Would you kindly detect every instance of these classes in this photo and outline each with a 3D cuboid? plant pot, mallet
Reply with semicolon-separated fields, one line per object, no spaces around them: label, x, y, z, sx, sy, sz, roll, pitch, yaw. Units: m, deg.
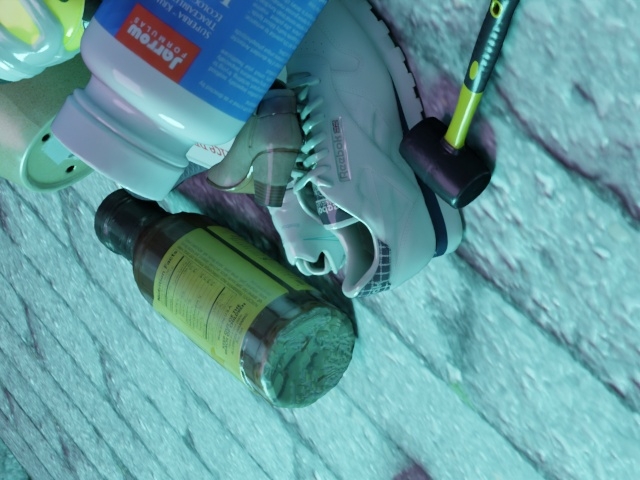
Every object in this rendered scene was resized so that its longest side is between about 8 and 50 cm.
plant pot;-0.304;-0.182;1.372;0.274;0.256;0.256;47;154;20
mallet;0.090;-0.101;0.949;0.062;0.039;0.189;42;148;27

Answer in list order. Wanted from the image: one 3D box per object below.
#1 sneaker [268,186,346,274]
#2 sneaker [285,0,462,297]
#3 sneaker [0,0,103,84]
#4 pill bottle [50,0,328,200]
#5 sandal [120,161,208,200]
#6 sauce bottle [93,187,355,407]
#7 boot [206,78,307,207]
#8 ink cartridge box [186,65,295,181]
sneaker;0.000;0.000;1.137;0.152;0.054;0.061;19;-119;-66
sneaker;0.017;-0.076;1.047;0.235;0.095;0.090;65;158;-9
sneaker;-0.244;-0.328;1.212;0.147;0.145;0.384;-11;91;21
pill bottle;-0.080;-0.141;0.974;0.124;0.221;0.124;33;-172;-5
sandal;-0.144;-0.095;1.414;0.254;0.054;0.097;-5;121;54
sauce bottle;-0.105;0.040;1.416;0.344;0.111;0.111;35;147;47
boot;-0.046;-0.074;1.048;0.118;0.042;0.087;23;110;57
ink cartridge box;-0.076;-0.161;1.135;0.158;0.092;0.218;24;141;54
